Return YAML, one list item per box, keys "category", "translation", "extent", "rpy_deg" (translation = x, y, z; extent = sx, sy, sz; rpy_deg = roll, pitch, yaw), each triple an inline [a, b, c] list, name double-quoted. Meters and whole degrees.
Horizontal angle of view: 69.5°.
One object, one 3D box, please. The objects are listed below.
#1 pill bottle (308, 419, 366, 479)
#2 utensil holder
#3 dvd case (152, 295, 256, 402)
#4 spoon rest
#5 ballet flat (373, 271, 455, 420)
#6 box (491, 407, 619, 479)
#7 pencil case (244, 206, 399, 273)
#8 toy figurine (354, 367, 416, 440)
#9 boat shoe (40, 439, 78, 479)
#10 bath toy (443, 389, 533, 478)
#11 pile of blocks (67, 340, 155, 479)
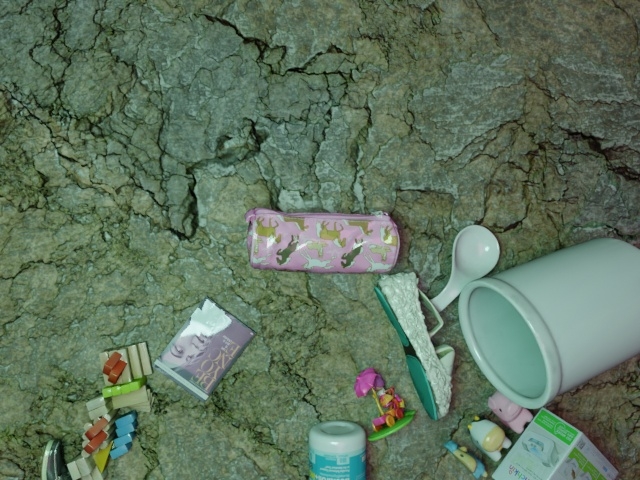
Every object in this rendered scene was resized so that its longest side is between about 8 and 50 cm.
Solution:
- category: "pill bottle"
  translation: [0.044, 0.605, 1.159]
  extent: [0.146, 0.146, 0.263]
  rpy_deg: [-1, 87, -8]
- category: "utensil holder"
  translation: [0.607, 0.194, 1.161]
  extent: [0.386, 0.327, 0.327]
  rpy_deg: [-18, 89, -13]
- category: "dvd case"
  translation: [-0.299, 0.281, 1.195]
  extent: [0.165, 0.018, 0.221]
  rpy_deg: [38, 83, -4]
- category: "spoon rest"
  translation: [0.388, 0.081, 1.265]
  extent: [0.137, 0.084, 0.276]
  rpy_deg: [38, 84, -4]
- category: "ballet flat"
  translation: [0.275, 0.267, 1.208]
  extent: [0.147, 0.147, 0.408]
  rpy_deg: [-23, 91, -8]
- category: "box"
  translation: [0.616, 0.612, 1.200]
  extent: [0.262, 0.127, 0.231]
  rpy_deg: [43, 83, -28]
- category: "pencil case"
  translation: [0.000, 0.000, 1.180]
  extent: [0.386, 0.160, 0.167]
  rpy_deg: [1, 79, -7]
- category: "toy figurine"
  translation: [0.159, 0.408, 1.207]
  extent: [0.130, 0.173, 0.159]
  rpy_deg: [-38, 72, 34]
- category: "boat shoe"
  translation: [-0.622, 0.587, 1.110]
  extent: [0.074, 0.080, 0.223]
  rpy_deg: [-1, 92, -13]
- category: "bath toy"
  translation: [0.488, 0.463, 1.238]
  extent: [0.348, 0.151, 0.129]
  rpy_deg: [-43, 71, -12]
- category: "pile of blocks"
  translation: [-0.498, 0.427, 1.114]
  extent: [0.149, 0.112, 0.362]
  rpy_deg: [13, 86, -7]
